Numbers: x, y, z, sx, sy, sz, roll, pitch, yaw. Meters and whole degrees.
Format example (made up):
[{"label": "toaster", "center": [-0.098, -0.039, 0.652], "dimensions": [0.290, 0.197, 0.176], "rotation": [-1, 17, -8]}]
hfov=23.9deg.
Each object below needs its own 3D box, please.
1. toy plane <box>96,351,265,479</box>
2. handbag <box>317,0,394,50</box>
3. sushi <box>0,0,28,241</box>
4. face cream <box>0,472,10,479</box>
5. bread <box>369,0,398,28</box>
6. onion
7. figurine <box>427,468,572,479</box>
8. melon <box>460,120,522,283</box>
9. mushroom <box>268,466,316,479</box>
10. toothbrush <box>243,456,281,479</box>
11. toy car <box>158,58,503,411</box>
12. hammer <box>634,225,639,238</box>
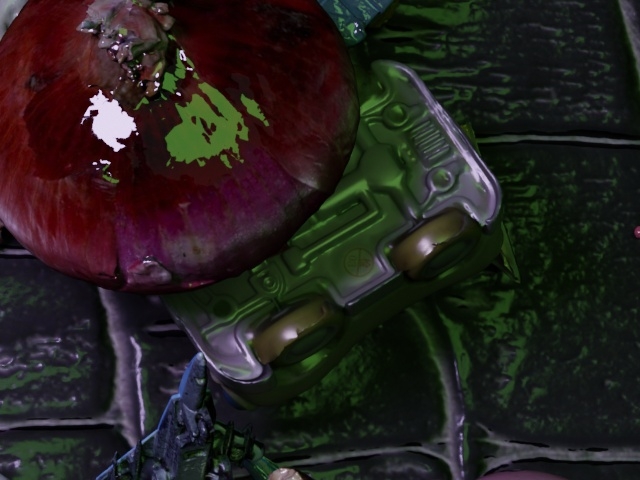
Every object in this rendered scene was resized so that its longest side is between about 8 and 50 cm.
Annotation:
[{"label": "toy plane", "center": [-0.122, 0.185, 1.417], "dimensions": [0.169, 0.246, 0.078], "rotation": [-9, 59, -20]}, {"label": "handbag", "center": [0.014, -0.292, 1.584], "dimensions": [0.179, 0.062, 0.229], "rotation": [43, 67, -8]}, {"label": "sushi", "center": [-0.317, -0.159, 1.487], "dimensions": [0.130, 0.124, 0.332], "rotation": [14, 75, -15]}, {"label": "face cream", "center": [-0.289, 0.273, 1.420], "dimensions": [0.229, 0.075, 0.075], "rotation": [37, 69, -7]}, {"label": "bread", "center": [-0.088, -0.280, 1.619], "dimensions": [0.367, 0.077, 0.084], "rotation": [3, 73, -16]}, {"label": "onion", "center": [-0.142, -0.130, 1.315], "dimensions": [0.347, 0.285, 0.347], "rotation": [-2, 64, 5]}, {"label": "figurine", "center": [0.204, 0.346, 1.464], "dimensions": [0.270, 0.211, 0.261], "rotation": [14, 61, -23]}, {"label": "melon", "center": [0.176, -0.042, 1.643], "dimensions": [0.054, 0.098, 0.182], "rotation": [-21, 98, -4]}, {"label": "mushroom", "center": [-0.085, 0.315, 1.421], "dimensions": [0.302, 0.233, 0.208], "rotation": [17, 43, 11]}, {"label": "toothbrush", "center": [0.053, 0.354, 1.534], "dimensions": [0.413, 0.042, 0.035], "rotation": [48, 32, -2]}, {"label": "toy car", "center": [0.000, 0.000, 1.527], "dimensions": [0.336, 0.226, 0.242], "rotation": [-33, 71, -7]}, {"label": "hammer", "center": [0.396, 0.008, 1.734], "dimensions": [0.083, 0.031, 0.052], "rotation": [32, 66, 3]}]
